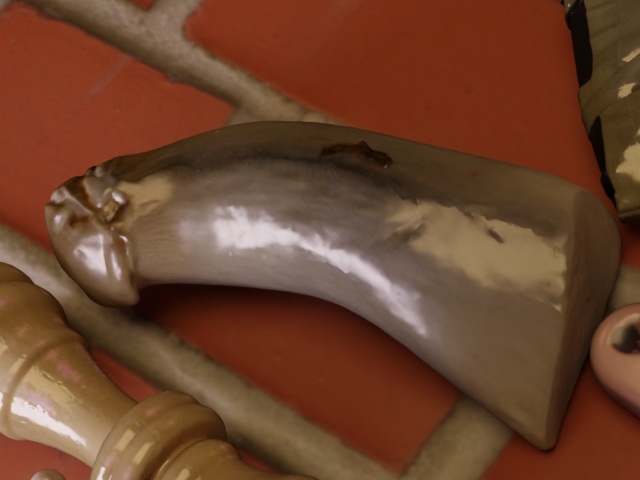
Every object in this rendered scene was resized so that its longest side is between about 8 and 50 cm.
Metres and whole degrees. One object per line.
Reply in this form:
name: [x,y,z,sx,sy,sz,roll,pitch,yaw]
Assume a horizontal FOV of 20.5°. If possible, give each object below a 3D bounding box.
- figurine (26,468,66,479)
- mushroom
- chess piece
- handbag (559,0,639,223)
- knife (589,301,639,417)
figurine: [-0.134,0.230,1.040,0.144,0.256,0.182,-20,54,2]
mushroom: [-0.001,0.000,1.224,0.397,0.126,0.177,16,73,21]
chess piece: [-0.105,0.150,1.169,0.397,0.117,0.117,30,72,29]
handbag: [0.297,-0.165,1.242,0.253,0.109,0.315,-12,59,10]
knife: [0.264,0.176,1.084,0.081,0.043,0.336,-32,57,3]
